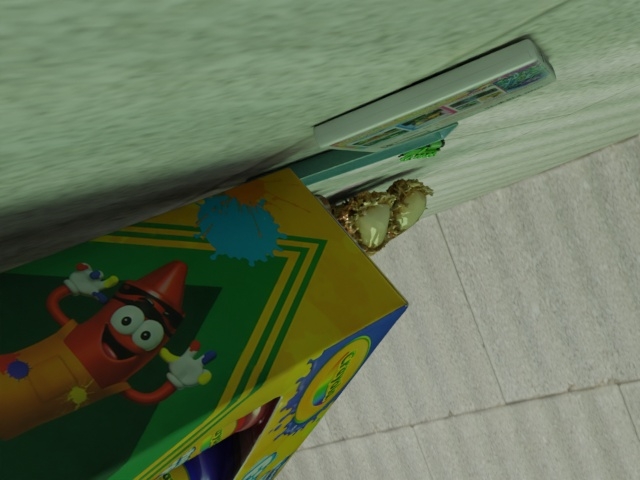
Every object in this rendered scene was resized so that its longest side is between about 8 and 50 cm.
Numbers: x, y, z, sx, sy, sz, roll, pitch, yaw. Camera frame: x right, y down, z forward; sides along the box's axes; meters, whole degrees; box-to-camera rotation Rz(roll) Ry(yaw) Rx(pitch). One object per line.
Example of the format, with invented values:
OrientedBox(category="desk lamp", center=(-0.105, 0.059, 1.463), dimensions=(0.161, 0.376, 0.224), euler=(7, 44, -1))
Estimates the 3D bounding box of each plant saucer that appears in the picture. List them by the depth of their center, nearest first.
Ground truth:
OrientedBox(category="plant saucer", center=(0.022, -0.070, 0.811), dimensions=(0.192, 0.018, 0.067), euler=(-19, 177, -5))

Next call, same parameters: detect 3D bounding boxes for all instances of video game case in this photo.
OrientedBox(category="video game case", center=(0.088, -0.100, 0.684), dimensions=(0.157, 0.019, 0.143), euler=(-20, 177, 19))

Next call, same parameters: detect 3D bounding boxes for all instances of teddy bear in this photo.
OrientedBox(category="teddy bear", center=(0.000, 0.000, 1.290), dimensions=(0.245, 0.113, 0.338), euler=(-31, 179, -33))

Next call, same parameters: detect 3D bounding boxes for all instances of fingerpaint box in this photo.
OrientedBox(category="fingerpaint box", center=(-0.183, 0.187, 0.760), dimensions=(0.371, 0.163, 0.444), euler=(-24, 156, -42))

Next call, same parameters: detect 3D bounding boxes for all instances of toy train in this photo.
OrientedBox(category="toy train", center=(0.099, -0.092, 0.931), dimensions=(0.024, 0.017, 0.083), euler=(-34, 170, 32))

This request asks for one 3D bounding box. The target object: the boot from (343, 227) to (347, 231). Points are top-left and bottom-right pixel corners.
OrientedBox(category="boot", center=(-0.066, 0.019, 1.072), dimensions=(0.137, 0.076, 0.198), euler=(-6, -162, 28))

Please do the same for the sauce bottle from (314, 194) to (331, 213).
OrientedBox(category="sauce bottle", center=(-0.044, -0.022, 1.037), dimensions=(0.128, 0.042, 0.042), euler=(-14, 174, -43))
